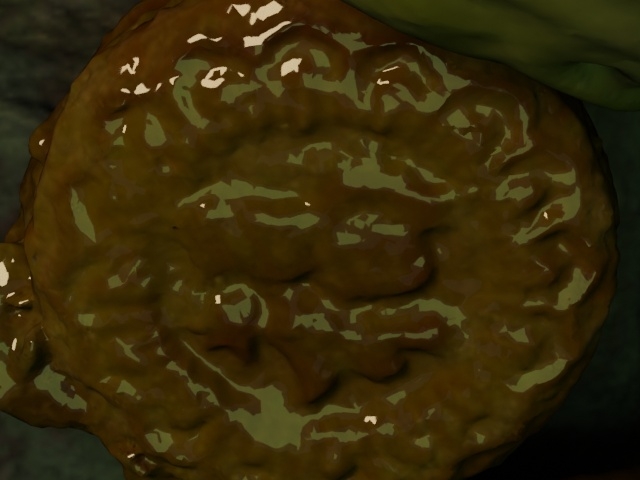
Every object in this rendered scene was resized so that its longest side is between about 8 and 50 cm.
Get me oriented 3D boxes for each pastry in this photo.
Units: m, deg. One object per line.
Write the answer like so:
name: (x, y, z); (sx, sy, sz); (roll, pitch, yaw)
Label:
pastry: (0.000, 0.000, 0.679); (0.240, 0.132, 0.235); (37, 112, -16)

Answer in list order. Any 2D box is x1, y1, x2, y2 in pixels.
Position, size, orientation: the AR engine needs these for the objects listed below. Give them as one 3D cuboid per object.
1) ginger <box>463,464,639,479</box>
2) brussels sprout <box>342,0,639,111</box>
ginger: (0.071, 0.148, 0.755); (0.309, 0.133, 0.107); (-5, 88, -8)
brussels sprout: (0.103, -0.193, 0.519); (0.344, 0.268, 0.344); (-1, 103, -5)
